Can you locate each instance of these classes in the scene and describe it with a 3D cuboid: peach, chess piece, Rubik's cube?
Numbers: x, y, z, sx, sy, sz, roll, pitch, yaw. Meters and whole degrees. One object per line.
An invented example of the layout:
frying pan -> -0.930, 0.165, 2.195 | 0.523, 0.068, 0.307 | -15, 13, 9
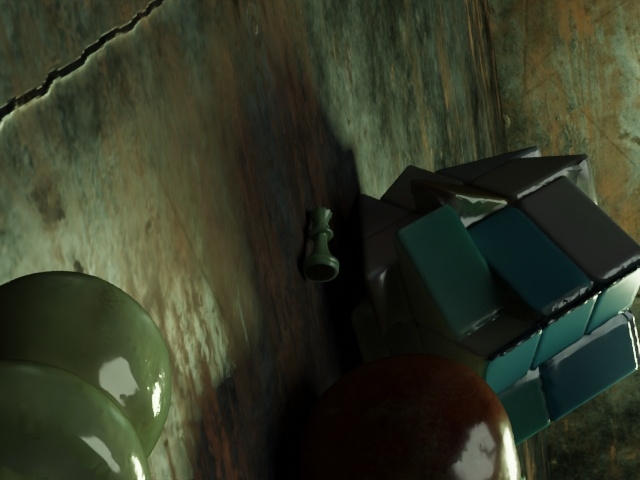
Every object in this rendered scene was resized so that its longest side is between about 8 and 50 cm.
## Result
peach -> 0.090, 0.251, 1.266 | 0.252, 0.252, 0.253 | -5, 90, -74
chess piece -> -0.159, 0.140, 0.580 | 0.330, 0.182, 0.182 | -81, 160, -56
Rubik's cube -> 0.223, 0.067, 1.556 | 0.368, 0.387, 0.358 | 26, -43, 55
chess piece -> 0.000, 0.000, 1.367 | 0.042, 0.042, 0.093 | 65, 20, -51

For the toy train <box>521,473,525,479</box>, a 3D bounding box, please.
toy train -> 0.162, 0.358, 1.562 | 0.120, 0.194, 0.298 | 58, 20, -15
